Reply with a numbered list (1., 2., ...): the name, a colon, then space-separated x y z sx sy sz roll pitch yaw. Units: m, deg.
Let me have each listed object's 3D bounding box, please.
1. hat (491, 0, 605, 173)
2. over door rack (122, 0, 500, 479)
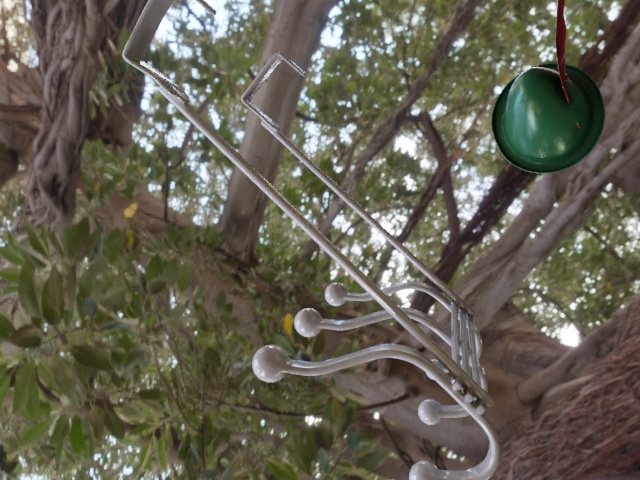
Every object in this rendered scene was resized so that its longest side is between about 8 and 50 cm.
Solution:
1. hat: 0.319 -0.221 0.945 0.183 0.172 0.209 19 -120 -61
2. over door rack: 0.000 0.000 0.466 0.324 0.108 0.239 55 -168 2
